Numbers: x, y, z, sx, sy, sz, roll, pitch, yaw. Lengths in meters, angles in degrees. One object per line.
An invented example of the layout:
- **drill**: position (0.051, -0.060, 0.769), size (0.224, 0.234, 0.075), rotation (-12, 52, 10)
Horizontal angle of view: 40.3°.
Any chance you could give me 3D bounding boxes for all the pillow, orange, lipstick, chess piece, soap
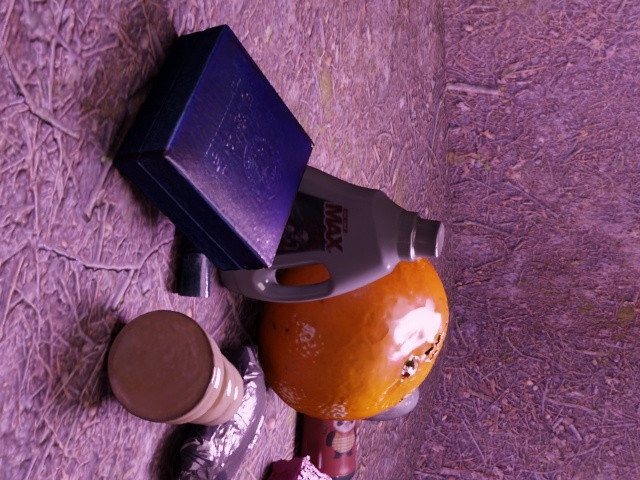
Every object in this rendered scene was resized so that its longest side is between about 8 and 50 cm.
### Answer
- **pillow**: position (-0.176, 0.334, 1.586), size (0.335, 0.092, 0.162), rotation (-60, 146, -48)
- **orange**: position (0.073, 0.184, 1.815), size (0.424, 0.326, 0.424), rotation (-35, 146, -28)
- **lipstick**: position (-0.201, -0.024, 1.437), size (0.053, 0.053, 0.234), rotation (-6, 101, -71)
- **chess piece**: position (-0.208, 0.222, 1.375), size (0.300, 0.166, 0.167), rotation (67, 34, -70)
- **soap**: position (-0.040, 0.596, 2.007), size (0.250, 0.162, 0.099), rotation (79, 32, -40)

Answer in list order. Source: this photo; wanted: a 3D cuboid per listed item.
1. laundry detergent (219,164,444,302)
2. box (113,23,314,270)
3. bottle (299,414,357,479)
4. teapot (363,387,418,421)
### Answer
- **laundry detergent**: position (0.016, -0.006, 1.543), size (0.124, 0.397, 0.264), rotation (-27, 122, -69)
- **box**: position (-0.148, -0.137, 1.342), size (0.279, 0.116, 0.262), rotation (50, 48, -40)
- **bottle**: position (0.021, 0.420, 2.154), size (0.144, 0.143, 0.336), rotation (-22, 115, -69)
- **teapot**: position (0.116, 0.335, 2.399), size (0.223, 0.305, 0.285), rotation (-141, -137, -68)
